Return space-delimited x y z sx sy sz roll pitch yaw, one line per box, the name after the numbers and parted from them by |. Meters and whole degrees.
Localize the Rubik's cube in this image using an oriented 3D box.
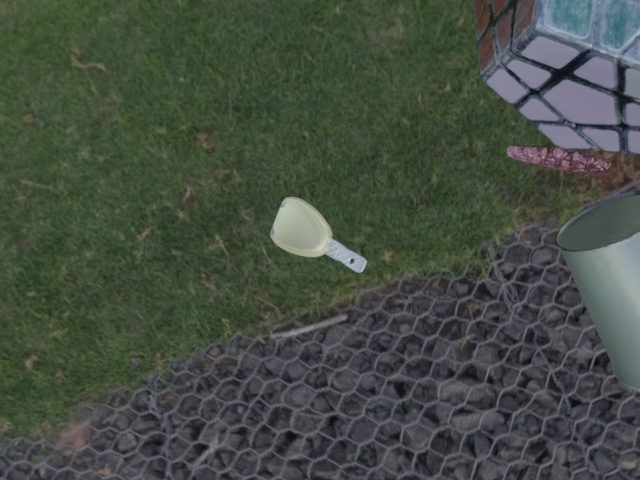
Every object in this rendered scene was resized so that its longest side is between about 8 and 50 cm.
0.297 -0.235 0.605 0.319 0.264 0.318 17 59 -29 | Rubik's cube

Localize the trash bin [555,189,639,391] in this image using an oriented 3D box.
0.731 0.131 1.433 0.280 0.280 0.431 -33 103 -6 | trash bin

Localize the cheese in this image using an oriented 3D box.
0.000 0.000 1.471 0.252 0.054 0.127 30 108 27 | cheese

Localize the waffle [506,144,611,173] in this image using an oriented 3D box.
0.603 -0.204 1.630 0.221 0.234 0.055 7 95 -26 | waffle
